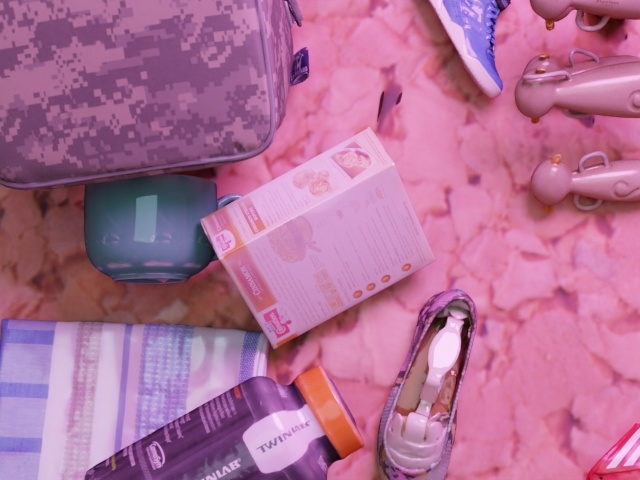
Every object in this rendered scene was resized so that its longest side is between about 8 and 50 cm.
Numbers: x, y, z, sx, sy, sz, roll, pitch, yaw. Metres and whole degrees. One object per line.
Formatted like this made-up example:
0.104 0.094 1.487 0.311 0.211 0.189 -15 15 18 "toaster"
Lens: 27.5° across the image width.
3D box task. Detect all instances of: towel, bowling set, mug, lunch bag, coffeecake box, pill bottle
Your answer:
-0.192 0.185 1.308 0.284 0.034 0.209 3 80 5 "towel"
0.255 -0.185 1.290 0.154 0.287 0.200 -2 37 -4 "bowling set"
-0.154 -0.008 1.286 0.157 0.129 0.097 -2 83 16 "mug"
-0.172 -0.183 1.260 0.305 0.256 0.213 -8 108 4 "lunch bag"
0.000 0.000 1.267 0.185 0.142 0.068 -29 43 -1 "coffeecake box"
-0.084 0.211 1.212 0.245 0.130 0.130 -30 80 -1 "pill bottle"

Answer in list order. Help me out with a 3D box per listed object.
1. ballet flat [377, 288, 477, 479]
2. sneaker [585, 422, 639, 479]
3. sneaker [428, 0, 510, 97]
0.104 0.151 1.270 0.076 0.079 0.222 16 82 5 "ballet flat"
0.310 0.280 1.244 0.128 0.087 0.221 9 69 14 "sneaker"
0.170 -0.226 1.339 0.084 0.058 0.152 -29 73 7 "sneaker"
